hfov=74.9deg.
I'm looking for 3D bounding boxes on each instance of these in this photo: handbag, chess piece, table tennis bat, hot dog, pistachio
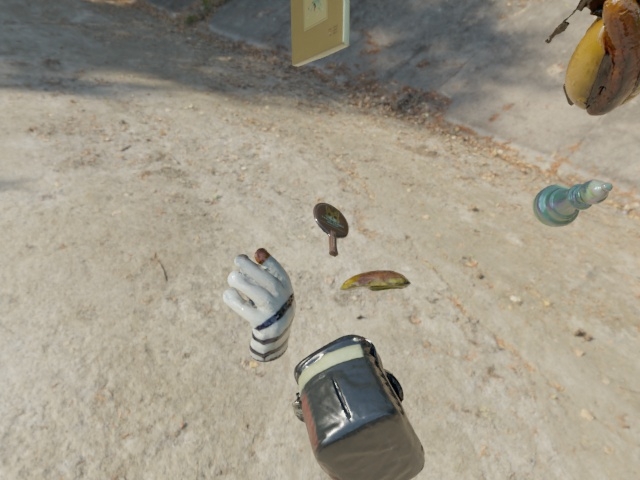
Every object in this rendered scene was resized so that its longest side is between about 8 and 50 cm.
[{"bbox_3d":[0.059,0.296,0.707,0.181,0.255,0.181,-29,37,2],"label":"handbag"},{"bbox_3d":[0.762,-0.124,1.241,0.138,0.139,0.272,9,-7,-1],"label":"chess piece"},{"bbox_3d":[0.000,0.000,1.049,0.107,0.119,0.170,24,40,-24],"label":"table tennis bat"},{"bbox_3d":[0.549,-0.342,0.799,0.193,0.326,0.107,-8,64,34],"label":"hot dog"},{"bbox_3d":[0.131,0.096,1.015,0.172,0.089,0.049,-1,74,-2],"label":"pistachio"}]

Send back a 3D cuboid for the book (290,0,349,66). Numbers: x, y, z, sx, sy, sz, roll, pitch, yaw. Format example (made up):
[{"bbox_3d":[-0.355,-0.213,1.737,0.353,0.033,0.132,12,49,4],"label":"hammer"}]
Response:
[{"bbox_3d":[-0.006,-0.528,0.826,0.021,0.311,0.216,-7,13,-29],"label":"book"}]

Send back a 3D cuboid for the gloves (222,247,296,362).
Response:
[{"bbox_3d":[-0.109,0.126,0.859,0.131,0.219,0.140,22,28,33],"label":"gloves"}]
